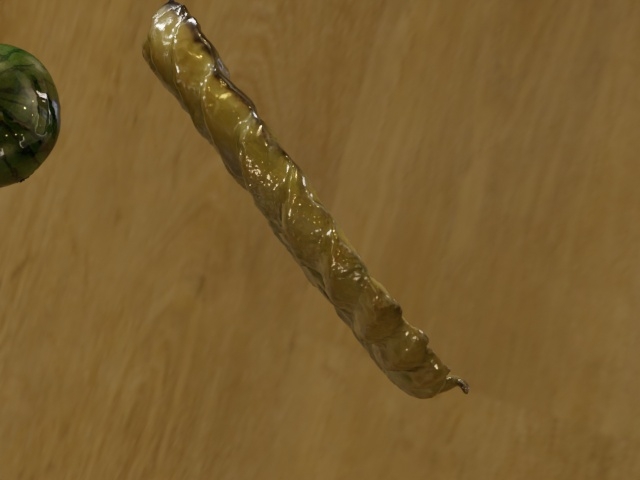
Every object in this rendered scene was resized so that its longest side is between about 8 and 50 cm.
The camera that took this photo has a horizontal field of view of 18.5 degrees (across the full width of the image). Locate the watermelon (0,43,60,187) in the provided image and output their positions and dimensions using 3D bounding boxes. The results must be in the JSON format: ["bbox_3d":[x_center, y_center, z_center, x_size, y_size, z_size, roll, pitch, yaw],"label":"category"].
[{"bbox_3d":[-0.234,-0.090,1.353,0.105,0.062,0.105,-1,81,7],"label":"watermelon"}]

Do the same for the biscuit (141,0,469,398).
[{"bbox_3d":[0.000,0.000,1.061,0.036,0.187,0.273,-38,124,-2],"label":"biscuit"}]
